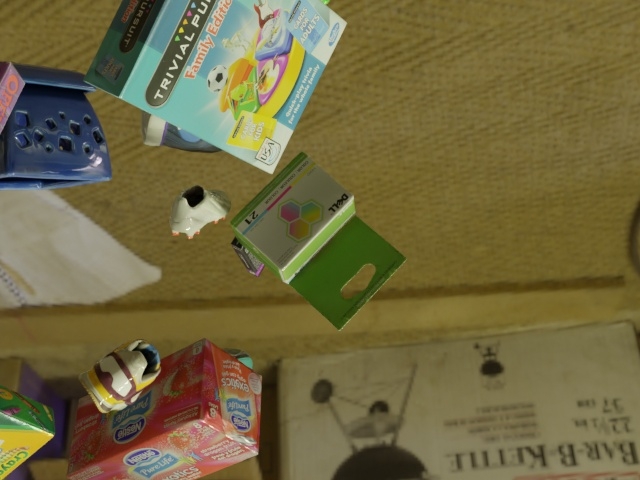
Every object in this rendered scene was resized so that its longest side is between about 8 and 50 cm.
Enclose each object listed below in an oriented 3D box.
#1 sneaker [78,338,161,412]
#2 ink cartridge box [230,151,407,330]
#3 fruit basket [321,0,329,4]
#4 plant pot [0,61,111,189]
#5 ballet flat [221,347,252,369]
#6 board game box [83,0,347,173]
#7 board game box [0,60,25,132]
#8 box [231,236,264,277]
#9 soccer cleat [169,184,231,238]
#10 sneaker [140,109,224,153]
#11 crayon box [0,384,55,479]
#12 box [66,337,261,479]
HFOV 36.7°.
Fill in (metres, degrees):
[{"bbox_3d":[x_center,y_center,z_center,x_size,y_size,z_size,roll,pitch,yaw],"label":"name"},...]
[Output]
[{"bbox_3d":[-0.224,0.157,1.154,0.083,0.070,0.185,-32,-179,-2],"label":"sneaker"},{"bbox_3d":[0.000,0.000,1.698,0.189,0.255,0.097,-46,164,-10],"label":"ink cartridge box"},{"bbox_3d":[-0.131,-0.529,1.527,0.282,0.392,0.392,-7,159,-48],"label":"fruit basket"},{"bbox_3d":[-0.551,-0.207,1.793,0.235,0.212,0.236,-4,180,39],"label":"plant pot"},{"bbox_3d":[-0.194,0.222,1.650,0.068,0.072,0.213,10,-177,27],"label":"ballet flat"},{"bbox_3d":[-0.127,-0.260,1.313,0.079,0.254,0.336,28,-177,34],"label":"board game box"},{"bbox_3d":[-0.494,-0.063,1.078,0.208,0.347,0.056,10,155,19],"label":"board game box"},{"bbox_3d":[-0.118,-0.007,1.872,0.029,0.116,0.162,26,165,16],"label":"box"},{"bbox_3d":[-0.203,-0.065,1.673,0.068,0.196,0.076,11,111,13],"label":"soccer cleat"},{"bbox_3d":[-0.168,-0.250,1.639,0.236,0.130,0.323,1,158,-19],"label":"sneaker"},{"bbox_3d":[-0.725,0.435,2.066,0.278,0.081,0.165,-40,131,15],"label":"crayon box"},{"bbox_3d":[-0.214,0.254,1.327,0.256,0.128,0.122,-27,134,28],"label":"box"}]
